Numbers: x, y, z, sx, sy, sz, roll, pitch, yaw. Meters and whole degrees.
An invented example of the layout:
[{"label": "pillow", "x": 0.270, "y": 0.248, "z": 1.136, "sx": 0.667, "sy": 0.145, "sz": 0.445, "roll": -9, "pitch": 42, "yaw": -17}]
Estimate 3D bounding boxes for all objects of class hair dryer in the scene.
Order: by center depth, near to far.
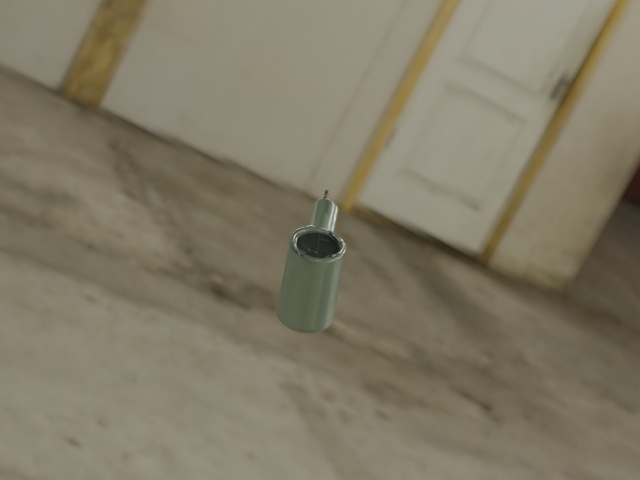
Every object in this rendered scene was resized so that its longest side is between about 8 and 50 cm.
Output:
[{"label": "hair dryer", "x": 0.000, "y": 0.000, "z": 1.230, "sx": 0.038, "sy": 0.063, "sz": 0.124, "roll": 12, "pitch": 37, "yaw": 1}]
